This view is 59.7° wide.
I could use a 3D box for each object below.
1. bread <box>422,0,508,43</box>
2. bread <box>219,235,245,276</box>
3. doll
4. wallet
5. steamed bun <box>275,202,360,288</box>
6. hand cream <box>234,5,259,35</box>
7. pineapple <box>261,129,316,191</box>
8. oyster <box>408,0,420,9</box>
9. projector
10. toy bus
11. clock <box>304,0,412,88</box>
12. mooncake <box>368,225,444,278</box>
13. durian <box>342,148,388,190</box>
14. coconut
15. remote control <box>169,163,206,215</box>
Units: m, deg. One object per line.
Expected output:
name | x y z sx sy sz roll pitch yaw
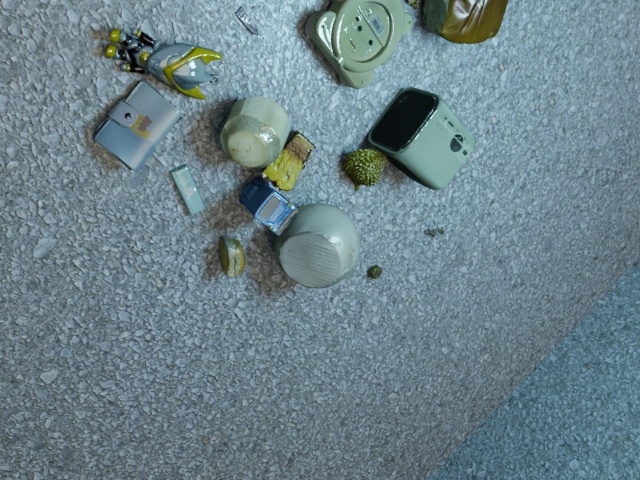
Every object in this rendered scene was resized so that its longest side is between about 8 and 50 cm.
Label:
bread | 0.484 -0.803 1.843 0.250 0.225 0.279 -8 121 -24
bread | -0.297 0.056 1.898 0.082 0.106 0.125 -8 118 -25
doll | -0.431 -0.503 1.564 0.316 0.103 0.145 14 102 -26
wallet | -0.528 -0.331 1.611 0.170 0.069 0.231 40 86 -19
steamed bun | 0.000 0.000 1.953 0.309 0.309 0.309 -12 118 -24
hand cream | -0.215 -0.650 1.662 0.030 0.019 0.093 -47 124 -4
pineapple | -0.092 -0.275 1.800 0.114 0.186 0.236 32 62 -20
oyster | 0.294 -0.832 1.847 0.086 0.029 0.132 -13 122 -16
projector | 0.359 -0.358 1.970 0.249 0.248 0.248 34 94 -36
toy bus | -0.174 -0.119 1.809 0.133 0.234 0.116 37 92 -28
clock | 0.133 -0.678 1.786 0.309 0.114 0.284 -47 124 -4
mooncake | 0.346 0.046 2.283 0.347 0.057 0.150 -45 139 4
durian | 0.145 -0.240 1.988 0.146 0.102 0.208 18 145 -2
coconut | -0.198 -0.339 1.714 0.202 0.222 0.202 8 134 8
remote control | -0.419 -0.159 1.775 0.061 0.029 0.162 -29 123 -16
